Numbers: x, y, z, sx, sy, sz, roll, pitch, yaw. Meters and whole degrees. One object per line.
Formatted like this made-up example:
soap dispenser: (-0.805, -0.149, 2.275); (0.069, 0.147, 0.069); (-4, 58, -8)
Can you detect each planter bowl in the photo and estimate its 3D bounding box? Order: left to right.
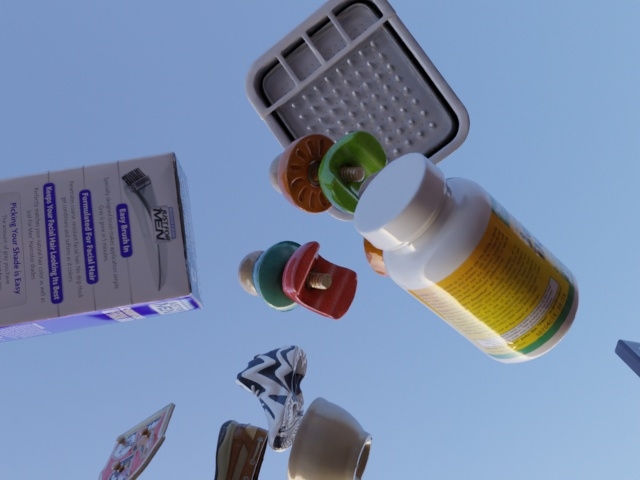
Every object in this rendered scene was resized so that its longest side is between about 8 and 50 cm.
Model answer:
planter bowl: (0.024, 0.365, 1.177); (0.162, 0.109, 0.162); (14, -90, -70)

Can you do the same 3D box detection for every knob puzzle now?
knob puzzle: (-0.374, 0.416, 1.326); (0.030, 0.213, 0.213); (47, -108, -20)

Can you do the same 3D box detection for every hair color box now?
hair color box: (-0.328, 0.016, 0.840); (0.339, 0.110, 0.185); (-9, -106, -2)

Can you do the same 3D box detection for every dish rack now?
dish rack: (0.061, -0.228, 1.162); (0.286, 0.072, 0.332); (-36, -99, 12)

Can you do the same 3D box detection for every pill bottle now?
pill bottle: (0.133, 0.016, 0.632); (0.208, 0.118, 0.117); (38, -103, -23)

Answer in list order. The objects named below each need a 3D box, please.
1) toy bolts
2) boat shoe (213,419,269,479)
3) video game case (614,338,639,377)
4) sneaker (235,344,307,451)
toy bolts: (0.000, 0.000, 0.882); (0.218, 0.158, 0.228); (45, -117, -35)
boat shoe: (-0.170, 0.545, 1.444); (0.120, 0.122, 0.323); (4, -113, 2)
video game case: (0.525, 0.189, 0.815); (0.274, 0.196, 0.026); (9, -74, -4)
sneaker: (-0.121, 0.345, 1.498); (0.094, 0.153, 0.234); (44, -136, -53)
